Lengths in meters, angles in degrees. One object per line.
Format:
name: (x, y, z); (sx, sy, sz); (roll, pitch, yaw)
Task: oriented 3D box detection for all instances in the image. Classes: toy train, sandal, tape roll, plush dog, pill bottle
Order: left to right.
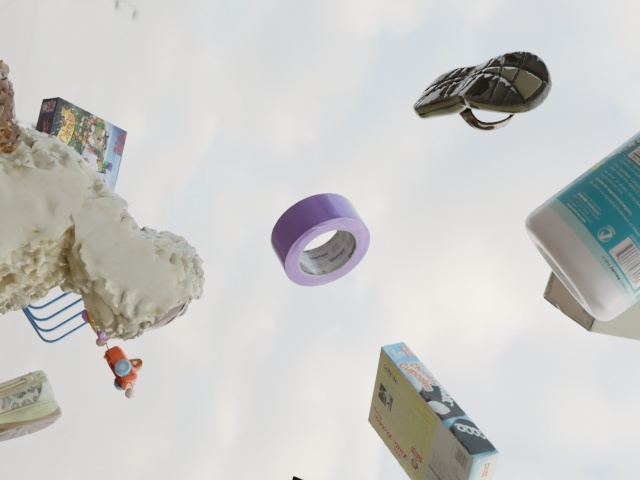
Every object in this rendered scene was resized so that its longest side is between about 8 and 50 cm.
plush dog: (-0.249, -0.010, 0.698); (0.225, 0.262, 0.210); (-5, -80, 59)
toy train: (-0.239, 0.107, 1.115); (0.125, 0.046, 0.166); (53, -29, 22)
tape roll: (0.000, 0.000, 1.893); (0.080, 0.189, 0.189); (60, -44, 39)
sandal: (0.256, -0.218, 1.442); (0.120, 0.086, 0.303); (-44, -160, -15)
pill bottle: (0.364, -0.043, 1.005); (0.264, 0.146, 0.146); (-37, -139, 6)

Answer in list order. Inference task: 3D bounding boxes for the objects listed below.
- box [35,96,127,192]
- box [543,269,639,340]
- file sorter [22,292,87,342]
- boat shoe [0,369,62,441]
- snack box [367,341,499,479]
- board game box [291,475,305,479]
box: (-0.416, -0.102, 1.570); (0.044, 0.159, 0.233); (1, -105, 34)
box: (0.469, 0.068, 1.354); (0.148, 0.232, 0.126); (-130, -126, -69)
file sorter: (-0.333, 0.040, 1.178); (0.104, 0.118, 0.170); (51, -21, 17)
boat shoe: (-0.532, 0.262, 1.398); (0.104, 0.285, 0.089); (-38, -113, 40)
snack box: (0.195, 0.354, 1.706); (0.322, 0.060, 0.187); (49, -41, 48)
board game box: (0.033, 0.560, 1.743); (0.243, 0.042, 0.165); (16, -105, 20)
